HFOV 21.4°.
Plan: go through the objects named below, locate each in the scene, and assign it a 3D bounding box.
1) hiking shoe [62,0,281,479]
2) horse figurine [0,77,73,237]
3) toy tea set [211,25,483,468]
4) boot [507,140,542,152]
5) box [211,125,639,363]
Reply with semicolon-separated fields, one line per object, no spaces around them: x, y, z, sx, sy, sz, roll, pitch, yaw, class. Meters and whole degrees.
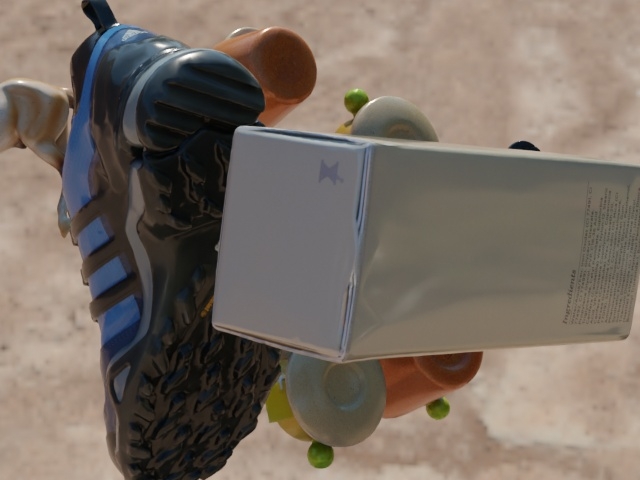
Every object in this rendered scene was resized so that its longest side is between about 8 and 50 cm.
-0.095;0.011;1.027;0.113;0.304;0.132;-12;32;-32;hiking shoe
-0.272;-0.074;1.421;0.263;0.175;0.066;-14;-7;-22;horse figurine
0.000;0.000;1.279;0.200;0.336;0.124;-6;-9;-37;toy tea set
0.221;-0.044;1.771;0.045;0.121;0.099;-33;2;-9;boot
0.070;0.001;0.925;0.094;0.113;0.275;11;5;40;box
